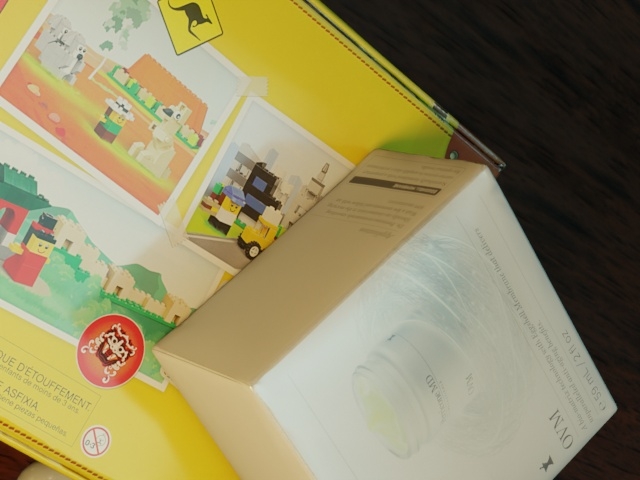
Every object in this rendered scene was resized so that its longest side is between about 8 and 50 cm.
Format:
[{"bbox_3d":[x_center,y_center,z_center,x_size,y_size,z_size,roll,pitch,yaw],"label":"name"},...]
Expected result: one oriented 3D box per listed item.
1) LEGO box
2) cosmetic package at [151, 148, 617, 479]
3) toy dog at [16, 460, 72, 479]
[{"bbox_3d":[-0.159,-0.038,1.067,0.500,0.193,0.372,37,76,-32],"label":"LEGO box"},{"bbox_3d":[0.049,0.096,1.026,0.224,0.138,0.224,-42,117,-20],"label":"cosmetic package"},{"bbox_3d":[-0.123,0.158,1.333,0.333,0.161,0.220,6,93,-34],"label":"toy dog"}]
